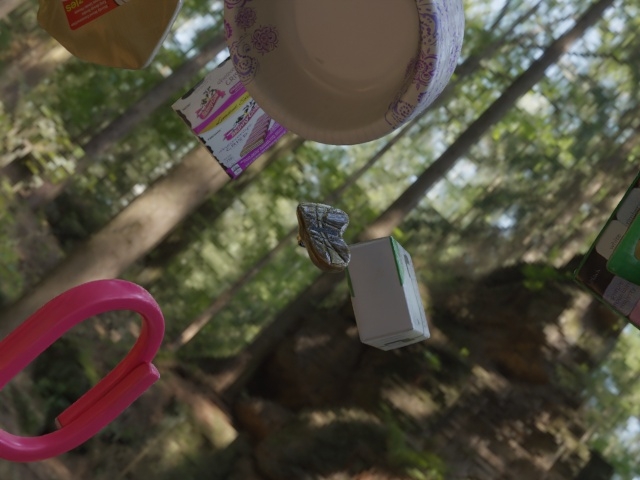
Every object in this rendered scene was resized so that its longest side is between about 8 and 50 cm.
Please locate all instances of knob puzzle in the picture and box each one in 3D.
[{"bbox_3d":[-0.206,-0.261,1.244,0.213,0.213,0.030,36,13,21],"label":"knob puzzle"}]

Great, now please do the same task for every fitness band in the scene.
[{"bbox_3d":[-0.329,0.170,1.604,0.054,0.291,0.209,48,0,42],"label":"fitness band"}]

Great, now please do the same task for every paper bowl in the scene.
[{"bbox_3d":[0.036,-0.268,1.481,0.284,0.148,0.284,11,-64,23],"label":"paper bowl"}]

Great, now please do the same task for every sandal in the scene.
[{"bbox_3d":[0.000,0.000,1.576,0.072,0.180,0.049,16,-64,-13],"label":"sandal"}]

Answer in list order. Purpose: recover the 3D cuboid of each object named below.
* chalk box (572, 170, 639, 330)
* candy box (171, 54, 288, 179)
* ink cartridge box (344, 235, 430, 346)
[{"bbox_3d":[0.412,0.029,1.304,0.289,0.180,0.179,16,20,-46],"label":"chalk box"},{"bbox_3d":[-0.130,-0.204,1.972,0.071,0.159,0.233,48,-2,18],"label":"candy box"},{"bbox_3d":[0.105,0.087,1.933,0.208,0.087,0.153,34,42,-76],"label":"ink cartridge box"}]
